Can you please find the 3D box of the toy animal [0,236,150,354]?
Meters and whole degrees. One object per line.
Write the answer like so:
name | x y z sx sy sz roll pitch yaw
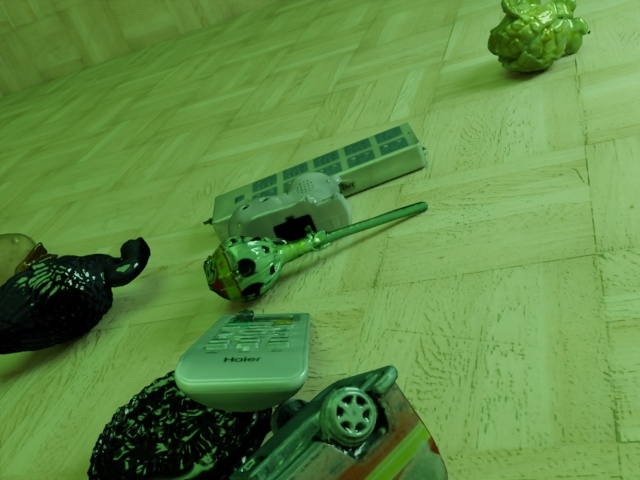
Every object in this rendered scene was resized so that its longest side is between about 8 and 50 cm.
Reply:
toy animal | -0.382 0.078 1.005 0.298 0.122 0.185 -31 31 -32

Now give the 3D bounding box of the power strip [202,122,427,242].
power strip | -0.013 -0.088 1.101 0.367 0.043 0.106 -21 27 5

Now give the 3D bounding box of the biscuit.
biscuit | -0.135 0.189 0.692 0.194 0.053 0.195 -18 27 9

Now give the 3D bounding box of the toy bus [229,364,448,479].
toy bus | -0.031 0.206 0.489 0.265 0.120 0.121 -38 1 -31

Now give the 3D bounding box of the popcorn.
popcorn | 0.357 -0.345 1.201 0.141 0.162 0.136 -22 53 58

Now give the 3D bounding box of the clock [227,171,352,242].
clock | -0.048 -0.038 0.997 0.176 0.080 0.117 -20 28 4

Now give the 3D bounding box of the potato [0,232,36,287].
potato | -0.585 0.064 1.184 0.234 0.128 0.161 -27 31 -17

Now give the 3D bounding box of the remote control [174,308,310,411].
remote control | -0.061 0.105 0.675 0.103 0.051 0.293 -1 4 0

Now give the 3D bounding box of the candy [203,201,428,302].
candy | 0.000 0.000 0.912 0.305 0.083 0.091 -19 -10 -8
